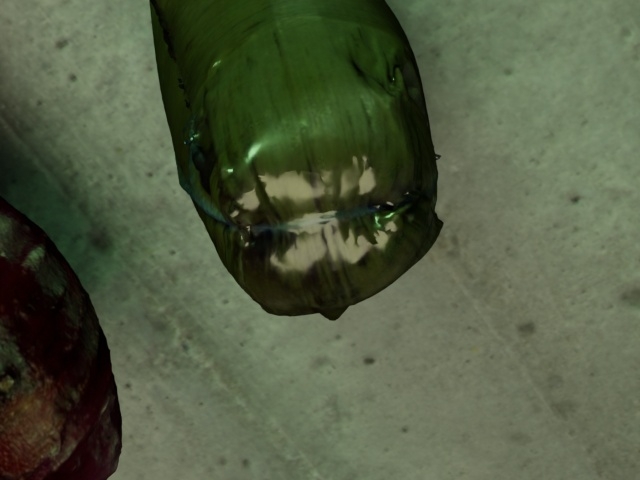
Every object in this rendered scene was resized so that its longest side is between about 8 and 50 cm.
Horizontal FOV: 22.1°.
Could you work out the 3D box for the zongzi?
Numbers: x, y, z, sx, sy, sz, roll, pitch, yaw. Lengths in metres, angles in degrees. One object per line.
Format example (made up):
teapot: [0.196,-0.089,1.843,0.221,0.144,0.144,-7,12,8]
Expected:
zongzi: [0.000,0.000,1.032,0.160,0.323,0.360,-11,127,-1]

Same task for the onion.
onion: [-0.303,0.064,1.091,0.337,0.282,0.260,9,133,35]
